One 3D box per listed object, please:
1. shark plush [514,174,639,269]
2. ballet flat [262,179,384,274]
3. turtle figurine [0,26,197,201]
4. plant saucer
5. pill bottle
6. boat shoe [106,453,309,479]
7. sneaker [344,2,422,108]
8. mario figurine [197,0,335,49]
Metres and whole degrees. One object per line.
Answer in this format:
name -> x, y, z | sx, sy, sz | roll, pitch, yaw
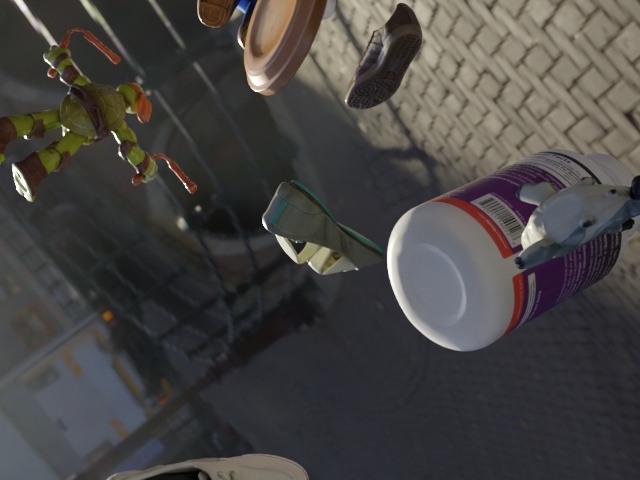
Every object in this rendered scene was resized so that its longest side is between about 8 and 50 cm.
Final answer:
shark plush -> 0.221, -0.025, 0.876 | 0.067, 0.161, 0.073 | 24, -132, -35
ballet flat -> 0.000, 0.000, 1.187 | 0.072, 0.068, 0.213 | 32, 178, 32
turtle figurine -> -0.290, -0.137, 1.374 | 0.269, 0.217, 0.087 | 54, 154, 4
plant saucer -> -0.021, -0.120, 0.595 | 0.013, 0.084, 0.083 | 19, -179, -25
pill bottle -> 0.248, -0.002, 1.351 | 0.181, 0.323, 0.182 | 29, 130, 41
boat shoe -> -0.139, 0.310, 1.362 | 0.088, 0.267, 0.096 | 140, 132, -72
sneaker -> 0.094, -0.269, 1.631 | 0.188, 0.066, 0.071 | -47, 40, 47
mario figurine -> -0.084, -0.398, 1.568 | 0.320, 0.170, 0.198 | -85, -26, -58
